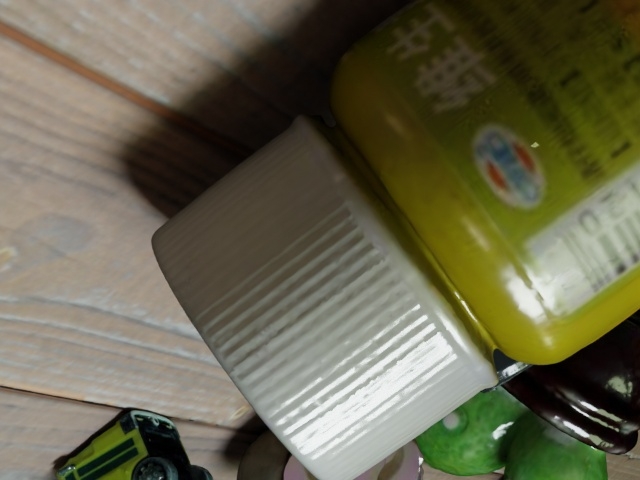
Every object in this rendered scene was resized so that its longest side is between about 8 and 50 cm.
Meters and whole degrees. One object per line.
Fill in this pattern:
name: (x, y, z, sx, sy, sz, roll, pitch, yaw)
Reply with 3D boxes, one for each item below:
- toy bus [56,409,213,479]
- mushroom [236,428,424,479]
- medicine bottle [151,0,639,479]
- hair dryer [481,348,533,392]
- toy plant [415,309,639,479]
toy bus: (-0.124, 0.224, 1.226, 0.101, 0.175, 0.088, -32, 158, 12)
mushroom: (-0.005, 0.205, 1.429, 0.117, 0.141, 0.188, -8, 169, 36)
medicine bottle: (0.110, -0.042, 0.946, 0.384, 0.224, 0.224, -37, 157, 2)
hair dryer: (0.120, 0.062, 1.337, 0.071, 0.124, 0.219, -30, 173, -5)
toy plant: (0.197, 0.145, 1.495, 0.175, 0.218, 0.235, 20, 107, -47)
